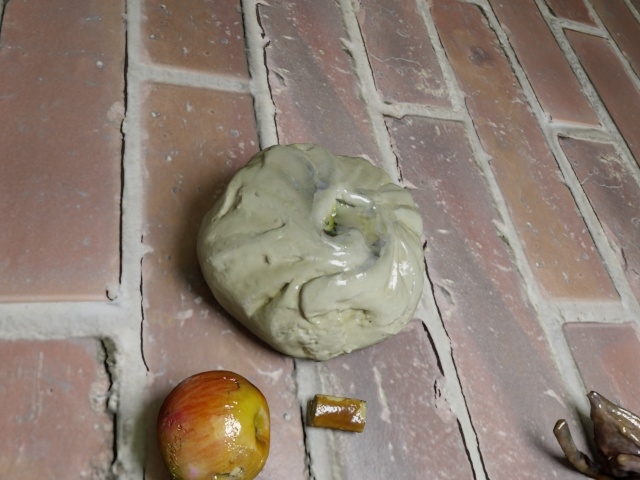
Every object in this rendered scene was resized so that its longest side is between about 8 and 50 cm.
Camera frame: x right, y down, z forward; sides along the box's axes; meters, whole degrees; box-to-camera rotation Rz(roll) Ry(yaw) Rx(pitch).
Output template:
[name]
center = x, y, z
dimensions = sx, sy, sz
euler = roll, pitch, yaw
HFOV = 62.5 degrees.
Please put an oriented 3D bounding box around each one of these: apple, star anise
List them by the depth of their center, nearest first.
[apple]
center = -0.122, 0.228, 0.637
dimensions = 0.146, 0.146, 0.146
euler = 11, 56, -16
[star anise]
center = 0.517, 0.385, 0.835
dimensions = 0.349, 0.109, 0.292
euler = 7, 49, -31

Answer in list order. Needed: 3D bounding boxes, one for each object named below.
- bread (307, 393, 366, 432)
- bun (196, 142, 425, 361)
[bread]
center = 0.024, 0.248, 0.757
dimensions = 0.083, 0.036, 0.047
euler = 13, 63, -16
[bun]
center = 0.000, 0.000, 0.794
dimensions = 0.359, 0.211, 0.360
euler = 12, 55, -17
